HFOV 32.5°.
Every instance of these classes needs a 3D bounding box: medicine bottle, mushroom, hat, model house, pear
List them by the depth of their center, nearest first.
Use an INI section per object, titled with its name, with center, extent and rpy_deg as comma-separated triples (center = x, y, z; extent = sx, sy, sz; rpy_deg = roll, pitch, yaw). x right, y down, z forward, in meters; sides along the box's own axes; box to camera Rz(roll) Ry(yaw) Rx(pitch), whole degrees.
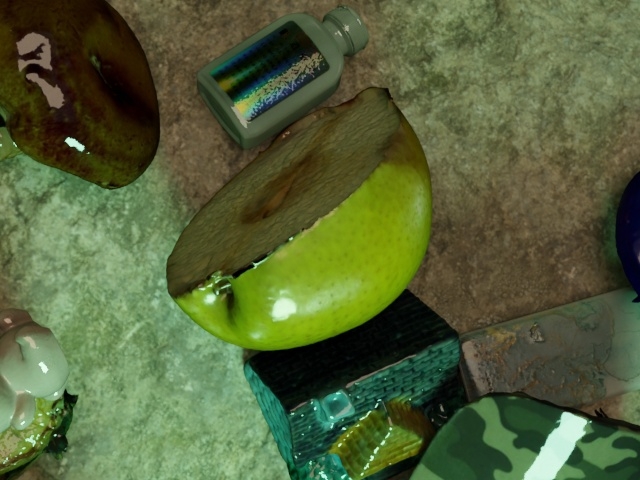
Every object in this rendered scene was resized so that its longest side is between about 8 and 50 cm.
[hat]
center = 0.239, 0.383, 1.290
extent = 0.366, 0.382, 0.257
rpy_deg = 14, 45, -9
[pear]
center = 0.000, 0.000, 1.339
extent = 0.191, 0.340, 0.386
rpy_deg = 55, 47, -21
[model house]
center = 0.073, 0.191, 1.352
extent = 0.261, 0.241, 0.226
rpy_deg = -24, 85, -14
[mushroom]
center = -0.324, -0.201, 1.356
extent = 0.254, 0.267, 0.267
rpy_deg = 12, 78, 25
[medicine bottle]
center = -0.042, -0.230, 1.461
extent = 0.229, 0.083, 0.121
rpy_deg = -36, 78, -13

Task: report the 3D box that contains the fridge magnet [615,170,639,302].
[fridge magnet]
center = 0.523, 0.008, 1.518
extent = 0.265, 0.112, 0.265
rpy_deg = 5, 71, -16

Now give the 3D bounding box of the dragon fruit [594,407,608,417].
[dragon fruit]
center = 0.358, 0.300, 1.445
extent = 0.130, 0.142, 0.121
rpy_deg = 48, 62, -15

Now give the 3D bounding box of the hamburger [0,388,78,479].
[hamburger]
center = -0.449, 0.195, 1.296
extent = 0.309, 0.132, 0.211
rpy_deg = 34, 77, -7

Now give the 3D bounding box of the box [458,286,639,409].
[box]
center = 0.327, 0.163, 1.507
extent = 0.285, 0.044, 0.142
rpy_deg = -15, 90, -13

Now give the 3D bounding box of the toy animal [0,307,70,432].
[toy animal]
center = -0.377, 0.174, 1.191
extent = 0.212, 0.124, 0.124
rpy_deg = -39, 91, -20
